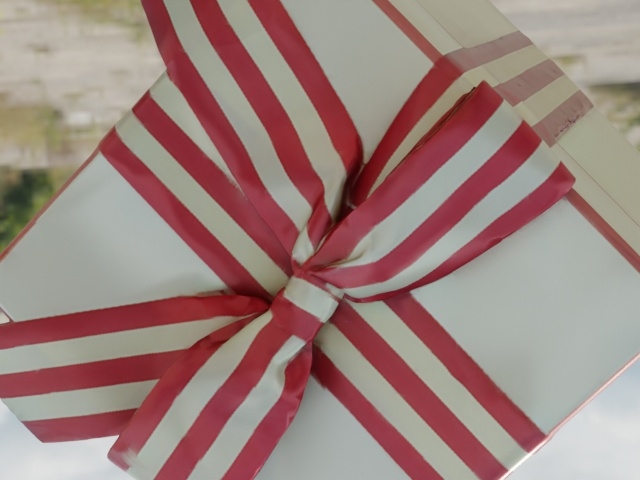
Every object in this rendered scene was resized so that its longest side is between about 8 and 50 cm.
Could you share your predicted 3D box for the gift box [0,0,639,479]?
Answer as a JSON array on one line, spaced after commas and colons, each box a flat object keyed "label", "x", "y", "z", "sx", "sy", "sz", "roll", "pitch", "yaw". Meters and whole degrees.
[{"label": "gift box", "x": 0.000, "y": 0.000, "z": 0.773, "sx": 0.276, "sy": 0.255, "sz": 0.258, "roll": 41, "pitch": -163, "yaw": 3}]
